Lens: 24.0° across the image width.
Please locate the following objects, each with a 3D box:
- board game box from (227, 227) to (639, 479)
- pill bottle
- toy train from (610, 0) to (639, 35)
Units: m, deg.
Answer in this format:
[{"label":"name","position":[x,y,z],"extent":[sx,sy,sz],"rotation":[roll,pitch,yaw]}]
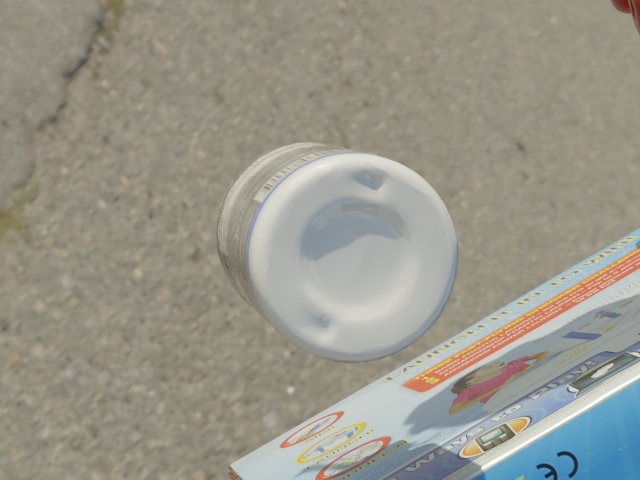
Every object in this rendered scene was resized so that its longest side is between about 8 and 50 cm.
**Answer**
[{"label":"board game box","position":[0.120,0.095,0.760],"extent":[0.086,0.308,0.302],"rotation":[61,-8,-4]},{"label":"pill bottle","position":[0.000,0.000,0.604],"extent":[0.078,0.078,0.137],"rotation":[45,-4,-12]},{"label":"toy train","position":[0.186,-0.172,0.710],"extent":[0.248,0.105,0.143],"rotation":[-84,156,-71]}]
